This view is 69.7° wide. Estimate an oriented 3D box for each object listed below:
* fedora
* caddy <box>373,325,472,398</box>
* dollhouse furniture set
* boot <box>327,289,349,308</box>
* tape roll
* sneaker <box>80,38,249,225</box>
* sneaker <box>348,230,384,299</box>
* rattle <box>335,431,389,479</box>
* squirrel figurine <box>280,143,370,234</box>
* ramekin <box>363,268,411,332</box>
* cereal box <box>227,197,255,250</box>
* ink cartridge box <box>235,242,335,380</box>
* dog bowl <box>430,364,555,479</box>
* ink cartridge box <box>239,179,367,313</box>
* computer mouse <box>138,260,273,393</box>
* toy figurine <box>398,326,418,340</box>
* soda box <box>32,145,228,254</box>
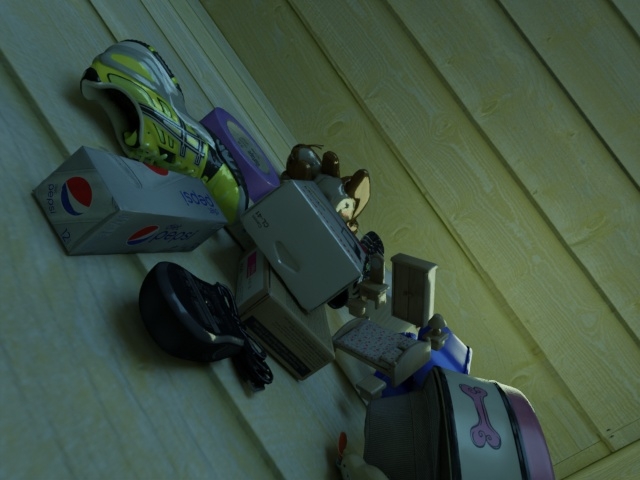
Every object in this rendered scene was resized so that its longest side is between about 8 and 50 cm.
[{"bbox_3d":[0.137,0.367,0.804,0.244,0.124,0.276,-71,159,-70],"label":"fedora"},{"bbox_3d":[0.286,0.362,1.245,0.179,0.241,0.341,49,24,7],"label":"caddy"},{"bbox_3d":[0.120,0.170,1.107,0.303,0.355,0.174,18,-61,42],"label":"dollhouse furniture set"},{"bbox_3d":[-0.026,0.015,1.228,0.338,0.118,0.223,53,-1,0],"label":"boot"},{"bbox_3d":[-0.233,-0.236,1.293,0.275,0.090,0.275,51,12,-15],"label":"tape roll"},{"bbox_3d":[-0.287,-0.169,0.860,0.385,0.145,0.147,53,42,-20],"label":"sneaker"},{"bbox_3d":[0.095,0.085,1.456,0.106,0.162,0.281,52,39,-20],"label":"sneaker"},{"bbox_3d":[0.028,0.390,0.688,0.199,0.142,0.130,45,-32,47],"label":"rattle"},{"bbox_3d":[-0.004,-0.180,1.787,0.370,0.280,0.397,48,-13,39],"label":"squirrel figurine"},{"bbox_3d":[0.236,0.213,1.636,0.272,0.127,0.273,30,17,-10],"label":"ramekin"},{"bbox_3d":[-0.141,-0.003,1.089,0.240,0.047,0.173,53,10,-10],"label":"cereal box"},{"bbox_3d":[-0.072,0.123,0.902,0.193,0.088,0.235,48,13,-24],"label":"ink cartridge box"},{"bbox_3d":[0.271,0.422,0.771,0.408,0.150,0.409,0,90,-82],"label":"dog bowl"},{"bbox_3d":[-0.018,-0.005,0.961,0.226,0.131,0.306,53,8,-2],"label":"ink cartridge box"},{"bbox_3d":[-0.164,0.117,0.621,0.189,0.072,0.272,57,-1,25],"label":"computer mouse"},{"bbox_3d":[0.369,0.404,1.675,0.217,0.191,0.363,56,11,-18],"label":"toy figurine"},{"bbox_3d":[-0.249,-0.046,0.664,0.098,0.091,0.286,56,11,9],"label":"soda box"}]
